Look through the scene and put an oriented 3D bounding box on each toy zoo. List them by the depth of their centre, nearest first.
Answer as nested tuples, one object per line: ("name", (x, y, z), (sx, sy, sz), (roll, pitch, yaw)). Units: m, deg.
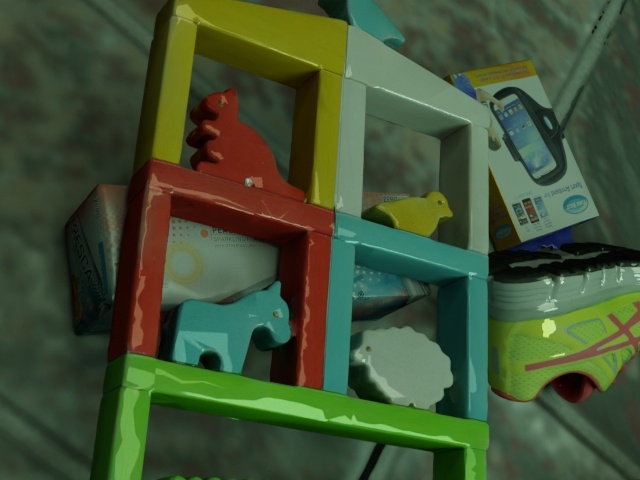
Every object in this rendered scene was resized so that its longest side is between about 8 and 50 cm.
("toy zoo", (0.000, 0.000, 0.480), (0.192, 0.030, 0.293), (15, 66, -27))

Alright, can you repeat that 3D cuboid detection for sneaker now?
("sneaker", (0.170, 0.053, 0.616), (0.208, 0.081, 0.094), (-3, 100, -36))

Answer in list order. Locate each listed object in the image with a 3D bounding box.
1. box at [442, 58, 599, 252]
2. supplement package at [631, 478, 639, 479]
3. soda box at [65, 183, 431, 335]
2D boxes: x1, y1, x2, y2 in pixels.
("box", (0.133, -0.052, 0.656), (0.081, 0.028, 0.136), (-17, 79, -35))
("supplement package", (0.225, 0.232, 0.553), (0.105, 0.105, 0.179), (39, 57, -13))
("soda box", (-0.035, 0.010, 0.511), (0.183, 0.058, 0.063), (-1, 72, -31))
